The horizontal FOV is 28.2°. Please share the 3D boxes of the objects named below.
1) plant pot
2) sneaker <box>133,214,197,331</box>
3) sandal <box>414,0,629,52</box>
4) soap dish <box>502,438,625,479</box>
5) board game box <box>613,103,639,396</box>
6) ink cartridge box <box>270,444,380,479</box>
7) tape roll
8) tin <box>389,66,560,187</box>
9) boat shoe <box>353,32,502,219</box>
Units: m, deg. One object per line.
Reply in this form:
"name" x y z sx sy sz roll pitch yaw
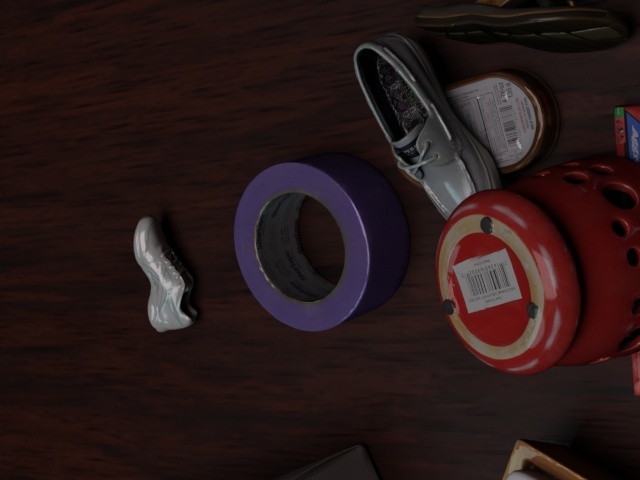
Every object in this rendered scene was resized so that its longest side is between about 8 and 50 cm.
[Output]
"plant pot" 0.215 0.029 1.162 0.191 0.174 0.191 25 123 47
"sneaker" -0.190 0.039 1.593 0.061 0.054 0.152 -5 105 30
"sandal" 0.189 -0.219 1.214 0.219 0.090 0.060 11 87 43
"soap dish" 0.263 0.364 1.272 0.229 0.118 0.290 29 118 29
"board game box" 0.350 0.012 1.170 0.145 0.027 0.281 1 102 37
"ink cartridge box" -0.062 0.443 1.521 0.385 0.160 0.279 -31 83 39
"tape roll" 0.000 0.000 1.409 0.189 0.080 0.189 10 107 35
"tin" 0.151 -0.112 1.290 0.190 0.040 0.106 -13 89 40
"boat shoe" 0.098 -0.100 1.258 0.079 0.081 0.227 -35 79 39
